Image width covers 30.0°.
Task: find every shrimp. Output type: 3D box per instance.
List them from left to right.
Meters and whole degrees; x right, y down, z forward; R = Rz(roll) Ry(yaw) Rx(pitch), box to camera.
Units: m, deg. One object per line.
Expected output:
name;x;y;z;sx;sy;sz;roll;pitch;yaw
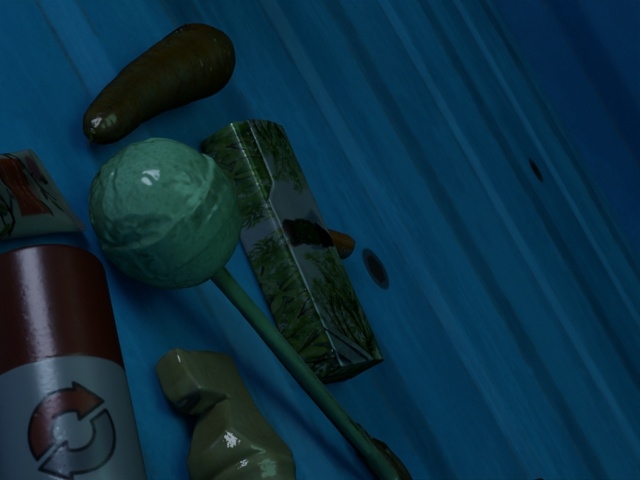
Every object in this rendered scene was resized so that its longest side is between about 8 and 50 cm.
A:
shrimp;0.060;0.215;1.192;0.108;0.023;0.059;51;15;-18

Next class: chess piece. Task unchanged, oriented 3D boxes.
chess piece;-0.065;0.170;0.937;0.090;0.090;0.200;24;31;-53

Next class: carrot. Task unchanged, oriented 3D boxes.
carrot;-0.158;-0.141;1.111;0.078;0.078;0.298;56;27;-10

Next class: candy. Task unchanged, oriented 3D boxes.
candy;-0.044;0.083;1.052;0.440;0.119;0.119;52;24;-31

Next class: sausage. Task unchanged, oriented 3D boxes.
sausage;0.000;0.000;1.306;0.107;0.031;0.031;15;50;-60

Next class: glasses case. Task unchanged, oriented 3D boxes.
glasses case;-0.026;0.010;1.203;0.095;0.062;0.272;4;59;-63

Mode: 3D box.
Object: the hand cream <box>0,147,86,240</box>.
hand cream;-0.240;-0.027;0.849;0.080;0.050;0.234;57;17;3

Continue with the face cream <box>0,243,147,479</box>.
face cream;-0.166;0.115;0.758;0.096;0.095;0.214;27;39;-52

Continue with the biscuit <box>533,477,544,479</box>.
biscuit;0.270;0.349;1.448;0.175;0.026;0.124;2;62;-63
